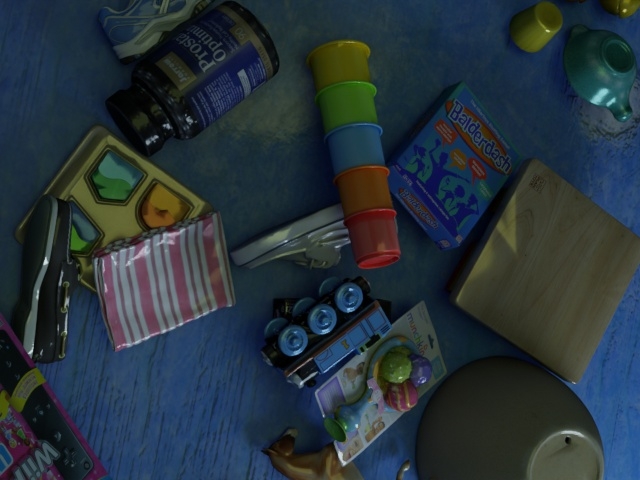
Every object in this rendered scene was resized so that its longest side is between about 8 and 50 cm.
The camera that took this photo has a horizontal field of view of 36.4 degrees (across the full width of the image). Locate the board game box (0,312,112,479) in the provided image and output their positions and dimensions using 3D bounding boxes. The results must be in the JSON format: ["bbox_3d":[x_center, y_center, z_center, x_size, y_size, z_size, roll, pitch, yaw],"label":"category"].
[{"bbox_3d":[-0.408,0.248,1.157,0.303,0.098,0.224,62,30,-14],"label":"board game box"}]

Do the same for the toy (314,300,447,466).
[{"bbox_3d":[0.105,0.208,1.396,0.237,0.056,0.136,-34,118,-29],"label":"toy"}]

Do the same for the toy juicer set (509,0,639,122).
[{"bbox_3d":[0.470,-0.306,1.573,0.329,0.089,0.209,38,65,-9],"label":"toy juicer set"}]

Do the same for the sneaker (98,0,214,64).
[{"bbox_3d":[-0.204,-0.328,1.309,0.211,0.080,0.081,-42,108,-17],"label":"sneaker"}]

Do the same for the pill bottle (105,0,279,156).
[{"bbox_3d":[-0.172,-0.212,1.300,0.219,0.123,0.122,-40,104,-15],"label":"pill bottle"}]

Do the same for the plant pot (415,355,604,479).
[{"bbox_3d":[0.311,0.325,1.457,0.284,0.191,0.283,0,90,-20],"label":"plant pot"}]

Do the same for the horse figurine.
[{"bbox_3d":[0.059,0.352,1.422,0.174,0.066,0.263,-39,98,-26],"label":"horse figurine"}]

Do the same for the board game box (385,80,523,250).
[{"bbox_3d":[0.197,-0.114,1.456,0.160,0.047,0.210,48,58,-15],"label":"board game box"}]

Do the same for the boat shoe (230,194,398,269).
[{"bbox_3d":[0.000,0.000,1.384,0.258,0.095,0.084,-22,94,-18],"label":"boat shoe"}]

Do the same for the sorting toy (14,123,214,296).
[{"bbox_3d":[-0.272,-0.024,1.309,0.208,0.038,0.193,37,78,-18],"label":"sorting toy"}]

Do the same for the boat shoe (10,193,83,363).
[{"bbox_3d":[-0.345,0.051,1.248,0.069,0.081,0.227,5,107,-34],"label":"boat shoe"}]

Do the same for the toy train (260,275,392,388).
[{"bbox_3d":[0.006,0.128,1.340,0.184,0.080,0.105,-37,110,-16],"label":"toy train"}]

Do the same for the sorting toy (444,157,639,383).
[{"bbox_3d":[0.342,0.048,1.519,0.255,0.089,0.257,34,79,-18],"label":"sorting toy"}]

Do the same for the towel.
[{"bbox_3d":[-0.205,0.054,1.309,0.197,0.029,0.144,-21,113,-31],"label":"towel"}]

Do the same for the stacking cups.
[{"bbox_3d":[0.049,-0.117,1.357,0.096,0.096,0.316,-4,76,-21],"label":"stacking cups"}]

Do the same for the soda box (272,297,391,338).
[{"bbox_3d":[0.017,0.114,1.413,0.169,0.053,0.060,2,91,-21],"label":"soda box"}]
